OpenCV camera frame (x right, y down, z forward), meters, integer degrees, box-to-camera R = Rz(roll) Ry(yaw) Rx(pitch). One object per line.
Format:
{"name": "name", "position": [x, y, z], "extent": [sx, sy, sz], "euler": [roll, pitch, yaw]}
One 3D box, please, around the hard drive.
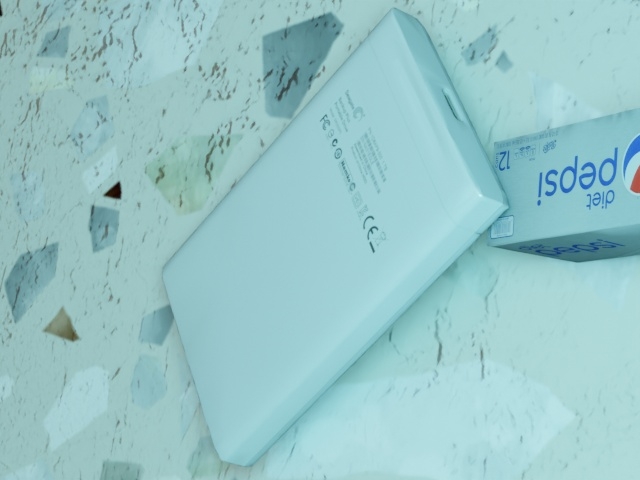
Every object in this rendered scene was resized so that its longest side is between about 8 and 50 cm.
{"name": "hard drive", "position": [0.000, 0.000, 1.540], "extent": [0.353, 0.047, 0.233], "euler": [-47, 44, 28]}

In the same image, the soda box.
{"name": "soda box", "position": [0.247, -0.043, 1.333], "extent": [0.286, 0.098, 0.091], "euler": [-10, 72, 59]}
